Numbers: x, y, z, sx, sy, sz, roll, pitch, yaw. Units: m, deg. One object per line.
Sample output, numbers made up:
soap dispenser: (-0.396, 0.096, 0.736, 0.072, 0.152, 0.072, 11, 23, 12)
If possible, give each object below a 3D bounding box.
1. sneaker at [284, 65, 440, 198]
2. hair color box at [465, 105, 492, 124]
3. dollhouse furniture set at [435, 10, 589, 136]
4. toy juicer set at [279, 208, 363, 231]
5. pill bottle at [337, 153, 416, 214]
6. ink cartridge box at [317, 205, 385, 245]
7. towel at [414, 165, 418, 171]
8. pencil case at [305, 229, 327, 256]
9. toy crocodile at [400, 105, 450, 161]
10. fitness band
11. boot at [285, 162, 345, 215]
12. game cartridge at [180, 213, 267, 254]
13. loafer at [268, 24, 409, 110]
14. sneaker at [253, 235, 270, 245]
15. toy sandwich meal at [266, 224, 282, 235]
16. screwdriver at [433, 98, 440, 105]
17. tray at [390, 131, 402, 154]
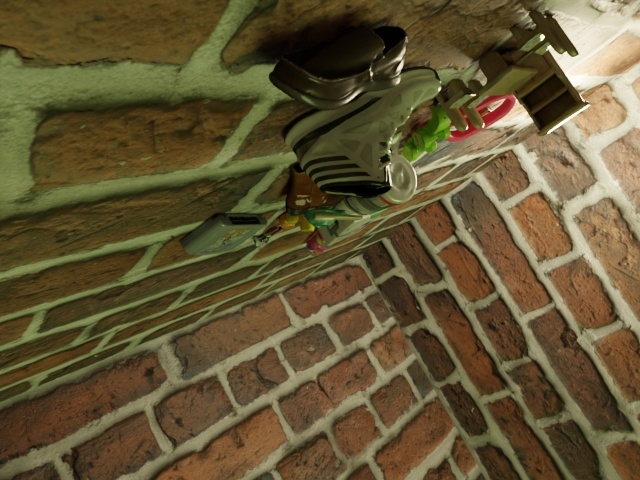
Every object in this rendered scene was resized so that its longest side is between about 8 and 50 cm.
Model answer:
sneaker: (0.157, -0.253, 1.355, 0.447, 0.257, 0.169, -28, 170, -11)
hair color box: (0.599, -0.485, 2.079, 0.141, 0.043, 0.072, -36, 167, 30)
dollhouse furniture set: (0.642, -0.469, 1.652, 0.394, 0.256, 0.362, -19, 165, -48)
toy juicer set: (-0.025, -0.101, 1.983, 0.209, 0.089, 0.329, 6, 170, -39)
pill bottle: (0.186, -0.189, 1.928, 0.176, 0.176, 0.318, -23, -177, -32)
ink cartridge box: (0.142, -0.107, 2.459, 0.211, 0.121, 0.289, -23, 169, -31)
towel: (0.391, -0.290, 2.534, 0.144, 0.029, 0.197, -28, 168, -6)
pencil case: (0.000, 0.000, 2.690, 0.104, 0.104, 0.236, -24, 167, -29)
toy crocodile: (0.365, -0.368, 1.883, 0.115, 0.105, 0.340, -27, 175, -13)
fitness band: (0.585, -0.466, 1.962, 0.291, 0.054, 0.209, -27, 158, 14)
boot: (0.010, -0.209, 1.718, 0.264, 0.096, 0.280, -16, 157, -18)
game cartridge: (-0.325, -0.020, 1.779, 0.198, 0.062, 0.297, -38, 168, 21)
loafer: (0.044, -0.352, 1.005, 0.366, 0.134, 0.130, -33, 153, -45)
sneaker: (-0.234, -0.003, 2.139, 0.069, 0.038, 0.098, -17, 179, -5)
toy sandwich meal: (-0.184, -0.035, 2.163, 0.085, 0.029, 0.085, -28, 170, -5)
screwdriver: (0.417, -0.465, 1.748, 0.025, 0.024, 0.170, 0, -162, 37)
tray: (0.235, -0.313, 1.952, 0.145, 0.030, 0.270, -30, 170, -1)
